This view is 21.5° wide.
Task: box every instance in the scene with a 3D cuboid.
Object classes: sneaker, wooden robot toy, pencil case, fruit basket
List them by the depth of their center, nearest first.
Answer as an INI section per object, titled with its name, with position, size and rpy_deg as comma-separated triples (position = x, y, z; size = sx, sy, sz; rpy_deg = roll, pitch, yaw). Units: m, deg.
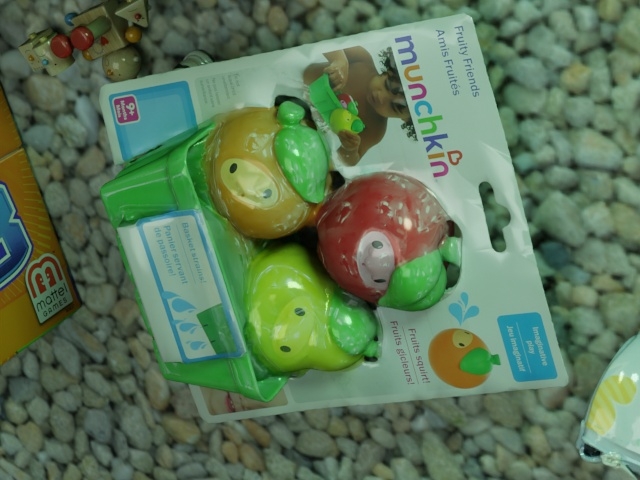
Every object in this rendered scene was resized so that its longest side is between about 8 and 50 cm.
[pencil case]
position = 0.336, 0.171, 1.294
size = 0.273, 0.124, 0.114
rpy_deg = 24, 124, 20
[fruit basket]
position = 0.000, 0.000, 1.400
size = 0.353, 0.165, 0.327
rpy_deg = -5, 110, 31
[sneaker]
position = -0.131, -0.120, 1.498
size = 0.040, 0.044, 0.109
rpy_deg = 34, 129, 12
[wooden robot toy]
position = -0.198, -0.166, 1.504
size = 0.173, 0.076, 0.079
rpy_deg = -16, 115, 38

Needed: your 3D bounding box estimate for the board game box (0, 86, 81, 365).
[board game box]
position = -0.520, -0.007, 1.604
size = 0.356, 0.356, 0.356
rpy_deg = -7, 110, 35
